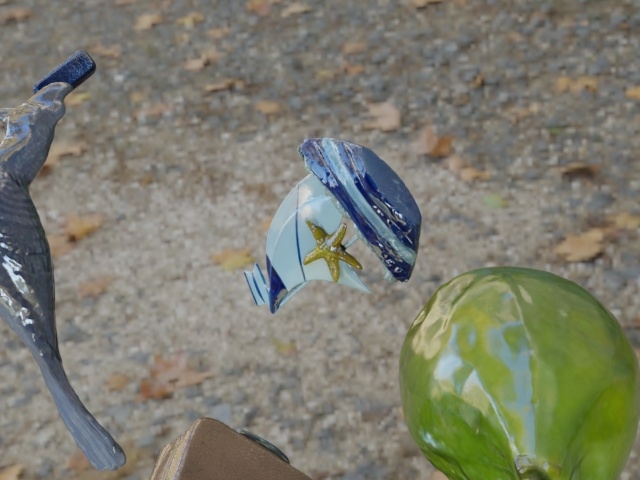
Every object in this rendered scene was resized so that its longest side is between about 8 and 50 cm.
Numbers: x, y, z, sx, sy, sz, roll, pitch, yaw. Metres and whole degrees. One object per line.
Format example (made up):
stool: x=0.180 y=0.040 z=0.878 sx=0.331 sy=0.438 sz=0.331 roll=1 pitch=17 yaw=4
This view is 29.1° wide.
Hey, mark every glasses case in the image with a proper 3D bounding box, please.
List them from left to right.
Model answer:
glasses case: x=-0.312 y=-0.198 z=1.513 sx=0.083 sy=0.033 sz=0.023 roll=-43 pitch=-2 yaw=-20

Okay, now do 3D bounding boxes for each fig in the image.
fig: x=0.173 y=0.168 z=1.108 sx=0.233 sy=0.233 sz=0.314 roll=-1 pitch=40 yaw=13

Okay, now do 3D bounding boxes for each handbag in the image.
handbag: x=-0.080 y=0.271 z=1.236 sx=0.072 sy=0.193 sz=0.151 roll=-42 pitch=22 yaw=35

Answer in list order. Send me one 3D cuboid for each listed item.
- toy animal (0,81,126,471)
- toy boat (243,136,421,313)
toy animal: x=-0.291 y=0.027 z=1.066 sx=0.205 sy=0.367 sz=0.081 roll=-4 pitch=-18 yaw=-24
toy boat: x=0.000 y=0.000 z=1.569 sx=0.067 sy=0.220 sz=0.291 roll=-26 pitch=-12 yaw=-47
